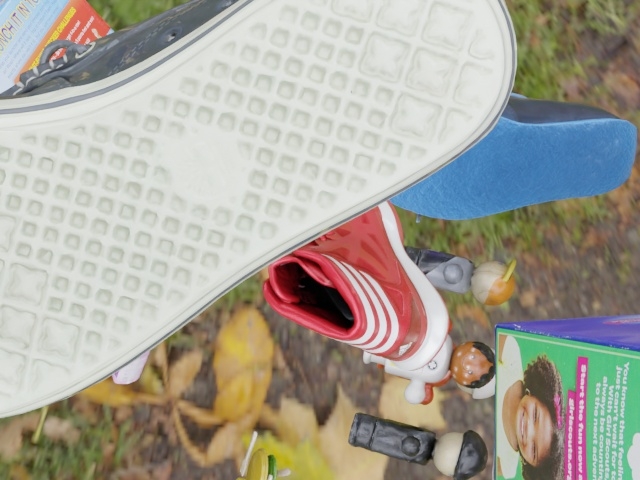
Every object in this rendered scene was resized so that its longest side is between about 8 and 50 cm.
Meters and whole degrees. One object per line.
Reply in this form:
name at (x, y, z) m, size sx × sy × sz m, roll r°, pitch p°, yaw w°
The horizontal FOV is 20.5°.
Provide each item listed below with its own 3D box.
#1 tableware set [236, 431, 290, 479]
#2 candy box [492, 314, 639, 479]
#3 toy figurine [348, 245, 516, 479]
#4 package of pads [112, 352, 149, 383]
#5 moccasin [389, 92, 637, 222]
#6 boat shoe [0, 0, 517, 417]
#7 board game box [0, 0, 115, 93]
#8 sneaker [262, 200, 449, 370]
tableware set at (-0.049, 0.249, 1.554) m, size 0.024 × 0.154 × 0.104 m, roll 11°, pitch 114°, yaw -20°
candy box at (0.267, 0.099, 0.901) m, size 0.268 × 0.317 × 0.122 m, roll -2°, pitch 90°, yaw -15°
toy figurine at (0.129, 0.128, 1.884) m, size 0.148 × 0.213 × 0.209 m, roll 15°, pitch 129°, yaw 8°
package of pads at (-0.199, 0.110, 1.820) m, size 0.032 × 0.083 × 0.050 m, roll -10°, pitch 66°, yaw -20°
moccasin at (0.156, -0.086, 1.772) m, size 0.342 × 0.117 × 0.137 m, roll 4°, pitch 107°, yaw -32°
boat shoe at (-0.118, -0.033, 1.049) m, size 0.500 × 0.156 × 0.186 m, roll -26°, pitch 99°, yaw 9°
board game box at (-0.280, -0.109, 1.930) m, size 0.086 × 0.308 × 0.302 m, roll -29°, pitch 114°, yaw 33°
sneaker at (0.000, 0.000, 1.325) m, size 0.128 × 0.221 × 0.087 m, roll 21°, pitch 110°, yaw -46°
